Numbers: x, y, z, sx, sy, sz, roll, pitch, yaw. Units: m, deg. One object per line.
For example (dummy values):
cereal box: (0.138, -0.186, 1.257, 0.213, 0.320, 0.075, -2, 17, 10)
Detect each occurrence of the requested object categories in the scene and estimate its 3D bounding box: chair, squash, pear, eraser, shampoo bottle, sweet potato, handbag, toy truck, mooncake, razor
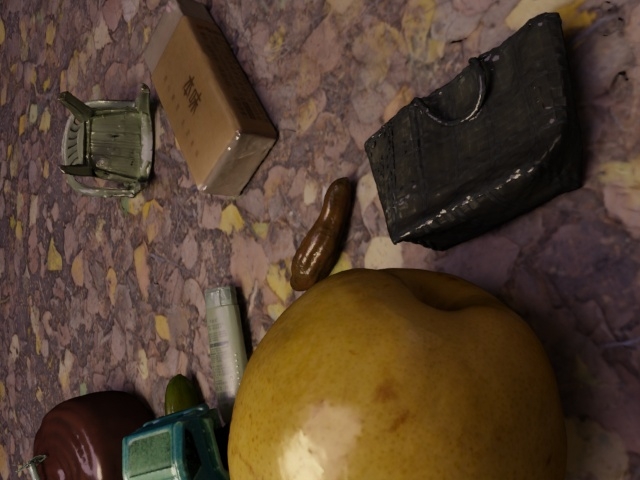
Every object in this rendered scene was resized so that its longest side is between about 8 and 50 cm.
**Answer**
chair: (-0.424, -0.189, 1.203, 0.275, 0.191, 0.203, 179, 92, -76)
squash: (-0.216, 0.352, 1.049, 0.069, 0.069, 0.258, -45, 58, 38)
pear: (0.065, 0.176, 0.572, 0.314, 0.314, 0.314, 0, 89, 48)
eraser: (-0.193, -0.244, 1.019, 0.144, 0.078, 0.343, -50, 55, 34)
shampoo bottle: (-0.144, 0.179, 0.984, 0.072, 0.049, 0.212, -16, 78, 42)
sweet potato: (0.002, 0.000, 0.822, 0.053, 0.054, 0.182, 39, 115, 31)
handbag: (0.149, -0.096, 0.645, 0.270, 0.089, 0.175, -30, 61, 44)
toy truck: (-0.176, 0.386, 0.894, 0.155, 0.156, 0.278, -21, 81, 23)
mooncake: (-0.456, 0.466, 1.240, 0.326, 0.174, 0.333, 9, 95, 45)
razor: (-0.525, 0.479, 1.166, 0.068, 0.040, 0.135, -39, 72, 38)
